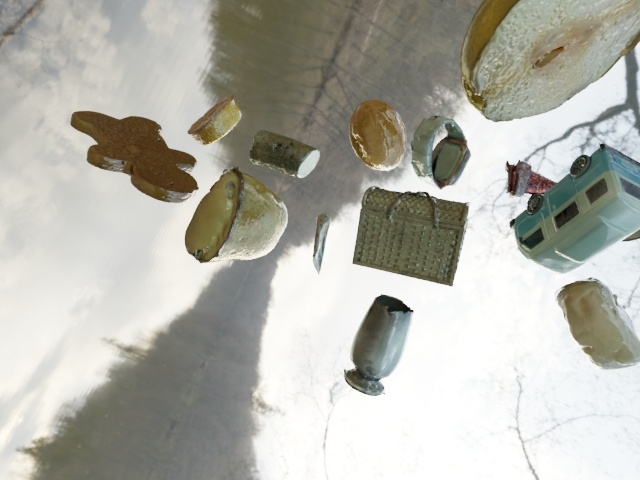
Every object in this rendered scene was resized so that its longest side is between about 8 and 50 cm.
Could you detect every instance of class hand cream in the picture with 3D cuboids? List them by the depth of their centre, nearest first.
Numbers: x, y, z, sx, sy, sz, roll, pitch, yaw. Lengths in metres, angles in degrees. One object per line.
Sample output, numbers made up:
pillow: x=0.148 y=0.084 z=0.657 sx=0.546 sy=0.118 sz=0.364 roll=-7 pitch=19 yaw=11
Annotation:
hand cream: x=0.000 y=0.000 z=1.111 sx=0.057 sy=0.037 sz=0.165 roll=66 pitch=25 yaw=-47

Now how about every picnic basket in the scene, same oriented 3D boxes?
picnic basket: x=0.176 y=-0.020 z=0.897 sx=0.134 sy=0.196 sz=0.154 roll=-27 pitch=128 yaw=-66

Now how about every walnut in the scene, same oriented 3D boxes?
walnut: x=0.163 y=-0.294 z=1.317 sx=0.159 sy=0.207 sz=0.159 roll=-21 pitch=-163 yaw=7

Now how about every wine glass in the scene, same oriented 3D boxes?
wine glass: x=0.125 y=0.224 z=1.003 sx=0.111 sy=0.111 sz=0.205 roll=-93 pitch=-158 yaw=-78

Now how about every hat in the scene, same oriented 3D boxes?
hat: x=0.720 y=-0.189 z=1.533 sx=0.140 sy=0.227 sz=0.129 roll=-58 pitch=155 yaw=-55

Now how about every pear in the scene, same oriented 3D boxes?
pear: x=0.468 y=-0.455 z=0.995 sx=0.386 sy=0.340 sz=0.192 roll=-28 pitch=-127 yaw=15

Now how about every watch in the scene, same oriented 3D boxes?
watch: x=0.447 y=-0.342 z=1.787 sx=0.161 sy=0.241 sz=0.254 roll=32 pitch=-80 yaw=44

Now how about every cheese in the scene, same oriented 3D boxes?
cheese: x=0.499 y=0.141 z=0.840 sx=0.093 sy=0.159 sz=0.262 roll=-35 pitch=162 yaw=26

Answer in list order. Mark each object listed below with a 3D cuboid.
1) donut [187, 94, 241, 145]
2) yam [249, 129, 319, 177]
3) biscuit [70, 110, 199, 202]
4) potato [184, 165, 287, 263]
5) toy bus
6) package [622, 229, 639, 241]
donut: x=-0.263 y=-0.299 z=1.181 sx=0.151 sy=0.058 sz=0.152 roll=-28 pitch=-149 yaw=18
yam: x=-0.106 y=-0.256 z=1.403 sx=0.107 sy=0.194 sz=0.107 roll=-56 pitch=158 yaw=-36
biscuit: x=-0.226 y=-0.104 z=0.591 sx=0.138 sy=0.205 sz=0.031 roll=-8 pitch=130 yaw=-48
potato: x=-0.212 y=-0.049 z=1.277 sx=0.286 sy=0.242 sz=0.242 roll=-60 pitch=-173 yaw=16
toy bus: x=0.532 y=-0.042 z=0.968 sx=0.271 sy=0.133 sz=0.165 roll=125 pitch=-16 yaw=-48
package: x=0.887 y=-0.039 z=1.398 sx=0.166 sy=0.231 sz=0.040 roll=-80 pitch=165 yaw=-63
